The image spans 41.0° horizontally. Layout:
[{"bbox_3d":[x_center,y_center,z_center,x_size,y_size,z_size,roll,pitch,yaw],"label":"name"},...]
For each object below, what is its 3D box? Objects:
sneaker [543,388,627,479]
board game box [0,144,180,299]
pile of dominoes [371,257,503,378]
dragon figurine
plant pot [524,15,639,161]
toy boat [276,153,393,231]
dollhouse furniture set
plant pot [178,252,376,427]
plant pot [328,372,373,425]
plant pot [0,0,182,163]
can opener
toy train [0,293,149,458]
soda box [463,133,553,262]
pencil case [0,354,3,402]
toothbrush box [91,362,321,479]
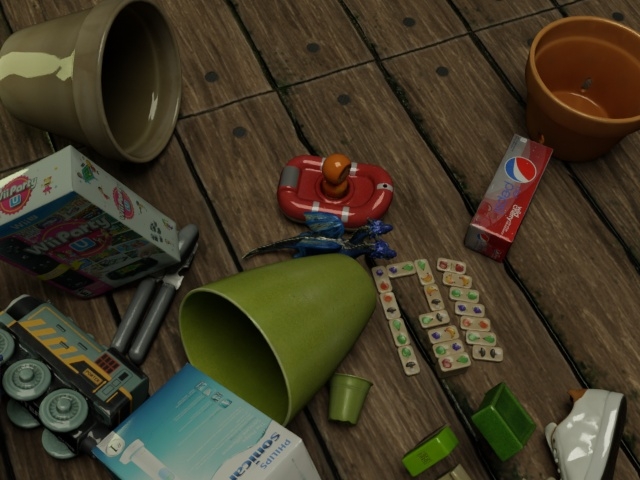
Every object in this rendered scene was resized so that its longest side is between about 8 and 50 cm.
[{"bbox_3d":[0.439,0.392,1.482,0.123,0.106,0.290,7,58,31],"label":"sneaker"},{"bbox_3d":[-0.419,-0.018,1.475,0.224,0.303,0.097,-22,59,17],"label":"board game box"},{"bbox_3d":[0.225,0.135,1.634,0.196,0.040,0.251,-11,61,-11],"label":"pile of dominoes"},{"bbox_3d":[0.000,0.000,1.633,0.289,0.144,0.085,10,58,1],"label":"dragon figurine"},{"bbox_3d":[0.562,-0.305,1.833,0.291,0.203,0.290,3,59,-4],"label":"plant pot"},{"bbox_3d":[0.032,-0.115,1.700,0.231,0.151,0.150,9,59,0],"label":"toy boat"},{"bbox_3d":[0.306,0.426,1.427,0.198,0.151,0.301,-38,80,18],"label":"dollhouse furniture set"},{"bbox_3d":[-0.048,0.144,1.501,0.275,0.274,0.294,44,50,19],"label":"plant pot"},{"bbox_3d":[0.046,0.284,1.513,0.083,0.083,0.079,11,72,1],"label":"plant pot"},{"bbox_3d":[-0.475,-0.326,1.716,0.281,0.323,0.323,6,58,17],"label":"plant pot"},{"bbox_3d":[-0.308,0.091,1.589,0.074,0.093,0.280,19,64,5],"label":"can opener"},{"bbox_3d":[-0.455,0.227,1.471,0.334,0.142,0.190,35,50,17],"label":"toy train"},{"bbox_3d":[0.386,-0.089,1.757,0.092,0.083,0.263,25,61,11],"label":"soda box"},{"bbox_3d":[-0.557,0.319,1.336,0.120,0.133,0.305,2,96,2],"label":"pencil case"},{"bbox_3d":[-0.179,0.357,1.348,0.296,0.126,0.216,22,55,42],"label":"toothbrush box"}]
